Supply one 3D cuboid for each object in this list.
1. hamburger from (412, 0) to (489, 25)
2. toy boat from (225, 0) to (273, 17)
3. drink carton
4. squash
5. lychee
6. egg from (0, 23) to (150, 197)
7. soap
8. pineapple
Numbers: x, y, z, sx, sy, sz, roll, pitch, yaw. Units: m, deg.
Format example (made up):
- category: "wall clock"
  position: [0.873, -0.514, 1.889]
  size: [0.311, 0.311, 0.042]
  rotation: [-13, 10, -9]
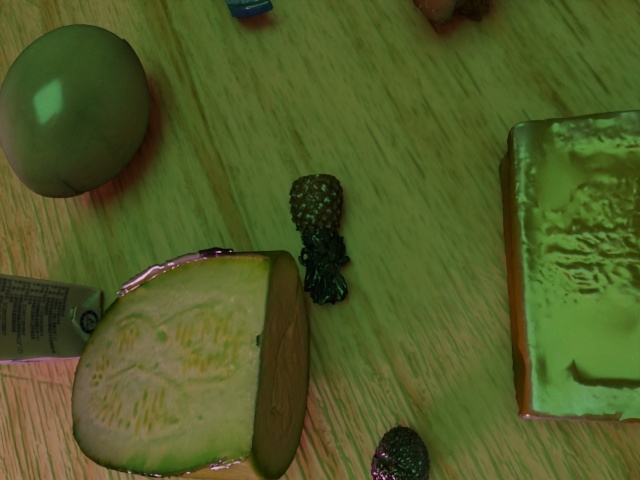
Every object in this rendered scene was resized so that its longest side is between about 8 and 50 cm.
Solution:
- category: "hamburger"
  position: [0.145, -0.382, 0.665]
  size: [0.122, 0.189, 0.215]
  rotation: [-17, 83, 5]
- category: "toy boat"
  position: [-0.118, -0.416, 0.813]
  size: [0.102, 0.088, 0.215]
  rotation: [-26, 68, 5]
- category: "drink carton"
  position: [-0.412, 0.097, 0.645]
  size: [0.130, 0.315, 0.107]
  rotation: [-6, 78, 16]
- category: "squash"
  position: [-0.180, 0.137, 0.621]
  size: [0.309, 0.210, 0.234]
  rotation: [0, 69, 12]
- category: "lychee"
  position: [0.083, 0.241, 0.585]
  size: [0.067, 0.068, 0.083]
  rotation: [-15, 44, 56]
- category: "egg"
  position: [-0.338, -0.178, 0.763]
  size: [0.186, 0.186, 0.253]
  rotation: [15, 76, 20]
- category: "soap"
  position: [0.295, 0.025, 0.567]
  size: [0.199, 0.091, 0.315]
  rotation: [-2, 76, 16]
- category: "pineapple"
  position: [0.000, 0.000, 0.679]
  size: [0.074, 0.074, 0.159]
  rotation: [-9, 80, 15]
